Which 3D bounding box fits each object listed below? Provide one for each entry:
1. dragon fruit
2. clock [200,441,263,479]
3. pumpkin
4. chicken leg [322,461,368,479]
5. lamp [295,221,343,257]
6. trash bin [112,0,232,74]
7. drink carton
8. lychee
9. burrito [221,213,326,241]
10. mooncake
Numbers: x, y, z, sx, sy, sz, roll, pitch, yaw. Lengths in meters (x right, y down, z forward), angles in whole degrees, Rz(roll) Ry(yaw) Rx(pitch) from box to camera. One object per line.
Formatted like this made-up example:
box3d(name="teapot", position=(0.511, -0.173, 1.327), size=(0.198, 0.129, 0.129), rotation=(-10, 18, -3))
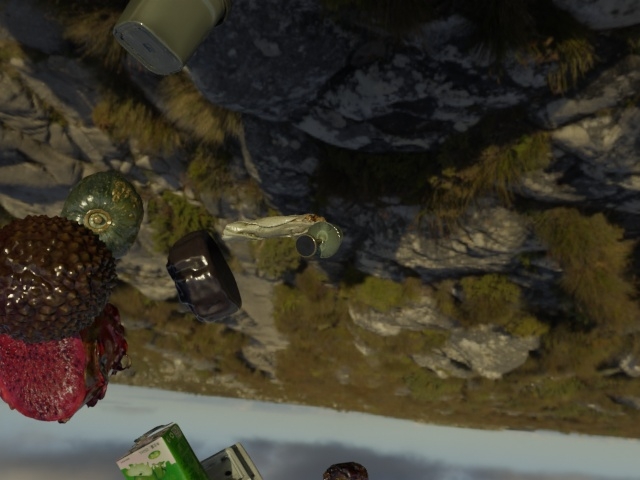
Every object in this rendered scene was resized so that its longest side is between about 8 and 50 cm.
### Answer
box3d(name="dragon fruit", position=(-0.669, 0.270, 1.419), size=(0.386, 0.371, 0.249), rotation=(-47, 167, 24))
box3d(name="clock", position=(-0.320, 0.742, 1.657), size=(0.262, 0.116, 0.231), rotation=(-21, -153, -23))
box3d(name="pumpkin", position=(-0.822, -0.094, 2.069), size=(0.291, 0.327, 0.257), rotation=(31, 174, -25))
box3d(name="chicken leg", position=(0.076, 0.633, 1.437), size=(0.106, 0.051, 0.253), rotation=(-15, 141, 3))
box3d(name="lamp", position=(0.000, 0.000, 1.735), size=(0.121, 0.121, 0.215), rotation=(-3, -173, 23))
box3d(name="trash bin", position=(-0.389, -0.587, 1.413), size=(0.220, 0.250, 0.219), rotation=(4, 151, 46))
box3d(name="drink carton", position=(-0.399, 0.639, 1.454), size=(0.161, 0.271, 0.108), rotation=(-30, -179, 10))
box3d(name="lychee", position=(-0.530, 0.074, 1.039), size=(0.267, 0.267, 0.267), rotation=(4, 163, 1))
box3d(name="burrito", position=(-0.166, -0.048, 1.988), size=(0.392, 0.076, 0.117), rotation=(-7, 164, -11))
box3d(name="mooncake", position=(-0.353, 0.113, 1.645), size=(0.141, 0.283, 0.283), rotation=(-25, 159, 2))
